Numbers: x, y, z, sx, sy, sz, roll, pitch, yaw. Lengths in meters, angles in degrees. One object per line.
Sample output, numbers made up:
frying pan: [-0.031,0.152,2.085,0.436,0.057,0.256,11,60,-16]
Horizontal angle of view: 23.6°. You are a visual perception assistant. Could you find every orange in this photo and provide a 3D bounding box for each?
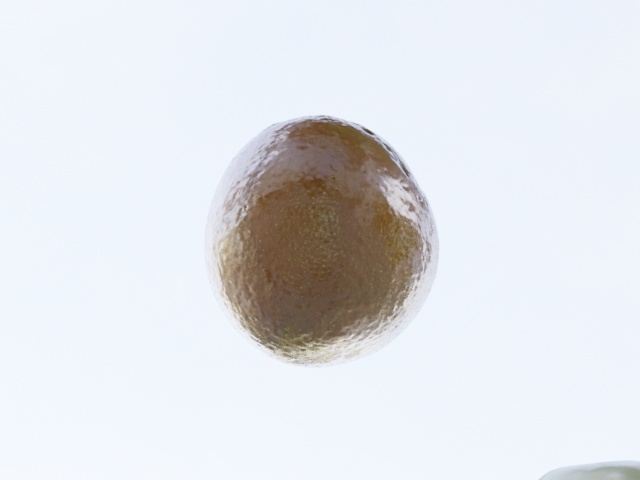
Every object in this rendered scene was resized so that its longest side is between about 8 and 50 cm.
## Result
orange: [0.000,0.000,1.228,0.206,0.206,0.206,7,-54,10]

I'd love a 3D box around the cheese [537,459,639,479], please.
cheese: [0.046,0.171,0.328,0.093,0.263,0.159,-5,-47,29]
